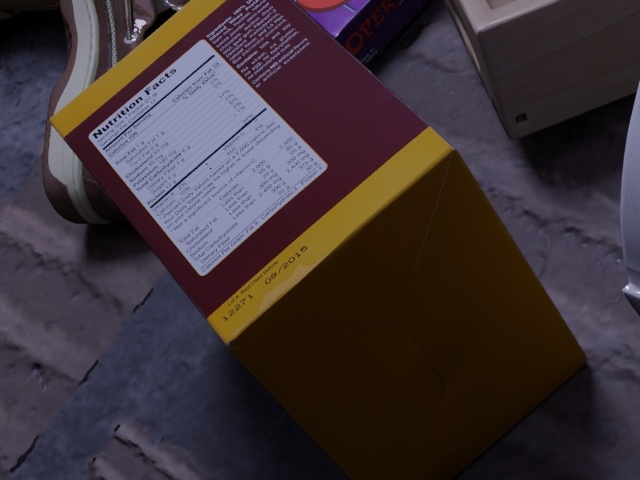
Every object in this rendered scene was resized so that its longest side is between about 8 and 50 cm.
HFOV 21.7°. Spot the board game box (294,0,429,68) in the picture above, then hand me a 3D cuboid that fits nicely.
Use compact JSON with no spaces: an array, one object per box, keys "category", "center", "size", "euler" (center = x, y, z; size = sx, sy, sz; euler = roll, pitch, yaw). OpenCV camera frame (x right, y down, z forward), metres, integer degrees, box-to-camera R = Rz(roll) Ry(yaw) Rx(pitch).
[{"category":"board game box","center":[-0.021,-0.268,1.115],"size":[0.208,0.056,0.347],"euler":[-50,52,-2]}]

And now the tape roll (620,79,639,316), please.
[{"category":"tape roll","center":[0.261,-0.035,0.668],"size":[0.169,0.246,0.246],"euler":[26,73,40]}]

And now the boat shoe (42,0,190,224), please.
[{"category":"boat shoe","center":[-0.105,-0.136,1.040],"size":[0.095,0.095,0.257],"euler":[-1,80,21]}]

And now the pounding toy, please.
[{"category":"pounding toy","center":[0.168,-0.172,0.931],"size":[0.206,0.094,0.181],"euler":[-21,44,3]}]

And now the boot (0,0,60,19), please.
[{"category":"boot","center":[-0.287,-0.138,1.159],"size":[0.262,0.095,0.203],"euler":[9,62,36]}]

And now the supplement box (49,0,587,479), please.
[{"category":"supplement box","center":[0.000,0.000,0.828],"size":[0.129,0.191,0.194],"euler":[-40,48,-2]}]
